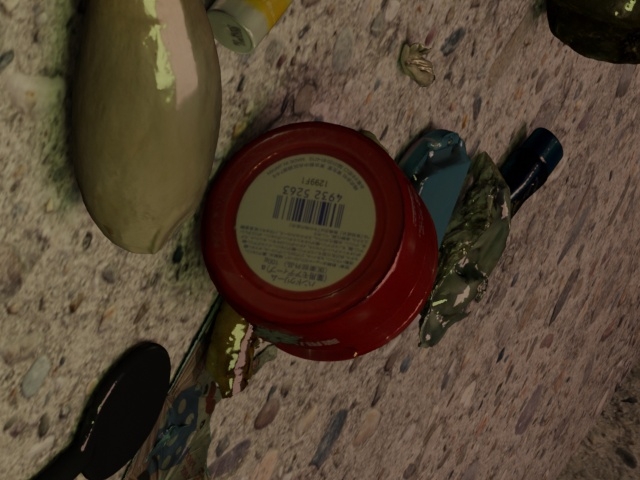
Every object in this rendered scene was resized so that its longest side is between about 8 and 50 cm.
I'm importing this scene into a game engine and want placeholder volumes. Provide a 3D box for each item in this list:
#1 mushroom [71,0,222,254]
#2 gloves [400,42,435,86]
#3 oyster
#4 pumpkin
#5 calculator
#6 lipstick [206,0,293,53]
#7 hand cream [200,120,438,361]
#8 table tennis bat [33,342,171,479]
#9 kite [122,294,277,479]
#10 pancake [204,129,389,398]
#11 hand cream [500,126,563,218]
[{"bbox_3d":[-0.143,-0.135,1.363,0.128,0.128,0.350,-47,150,-38],"label":"mushroom"},{"bbox_3d":[0.116,-0.205,2.013,0.081,0.037,0.044,73,20,-47],"label":"gloves"},{"bbox_3d":[0.198,0.027,2.405,0.199,0.087,0.252,-31,133,-39],"label":"oyster"},{"bbox_3d":[0.464,-0.359,2.411,0.317,0.222,0.139,-38,146,-52],"label":"pumpkin"},{"bbox_3d":[0.118,-0.009,2.224,0.173,0.051,0.293,-24,136,-61],"label":"calculator"},{"bbox_3d":[-0.014,-0.285,1.584,0.264,0.059,0.059,-54,157,-24],"label":"lipstick"},{"bbox_3d":[0.000,0.000,1.715,0.230,0.230,0.149,-61,159,-10],"label":"hand cream"},{"bbox_3d":[-0.217,0.194,1.694,0.236,0.027,0.150,-44,151,-46],"label":"table tennis bat"},{"bbox_3d":[-0.129,0.188,1.918,0.314,0.011,0.335,-40,149,-47],"label":"kite"},{"bbox_3d":[-0.023,0.022,1.909,0.376,0.054,0.197,-58,158,-21],"label":"pancake"},{"bbox_3d":[0.263,-0.048,2.539,0.270,0.061,0.120,-50,160,-15],"label":"hand cream"}]
